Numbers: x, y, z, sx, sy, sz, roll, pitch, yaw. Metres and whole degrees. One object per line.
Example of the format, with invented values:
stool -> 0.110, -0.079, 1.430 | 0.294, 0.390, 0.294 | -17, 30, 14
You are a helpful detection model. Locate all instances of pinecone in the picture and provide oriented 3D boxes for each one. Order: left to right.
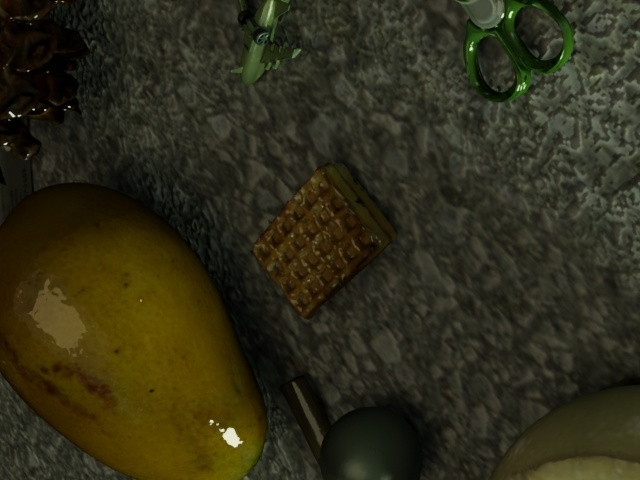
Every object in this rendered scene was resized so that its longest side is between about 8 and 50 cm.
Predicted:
pinecone -> -0.394, -0.195, 1.253 | 0.242, 0.298, 0.296 | -172, 67, -69

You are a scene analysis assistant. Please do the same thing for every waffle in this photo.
waffle -> 0.001, 0.000, 1.167 | 0.102, 0.042, 0.148 | 53, 133, 10

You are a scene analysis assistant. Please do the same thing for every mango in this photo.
mango -> -0.210, 0.113, 1.279 | 0.378, 0.221, 0.264 | 48, 130, 0

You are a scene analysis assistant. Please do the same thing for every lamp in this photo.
lamp -> 0.051, 0.217, 1.183 | 0.105, 0.105, 0.105 | 17, 120, 33

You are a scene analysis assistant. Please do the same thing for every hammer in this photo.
hammer -> 0.051, 0.313, 1.277 | 0.111, 0.043, 0.365 | -27, 89, 45

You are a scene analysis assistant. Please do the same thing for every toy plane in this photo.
toy plane -> -0.058, -0.193, 1.131 | 0.102, 0.040, 0.111 | 55, 134, 32

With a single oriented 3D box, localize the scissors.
scissors -> 0.123, -0.214, 0.978 | 0.101, 0.027, 0.204 | -36, 84, 42

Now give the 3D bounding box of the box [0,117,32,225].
box -> -0.457, -0.024, 1.524 | 0.214, 0.069, 0.353 | 21, 124, 31

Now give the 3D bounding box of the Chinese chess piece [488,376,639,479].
Chinese chess piece -> 0.291, 0.282, 0.990 | 0.338, 0.140, 0.338 | 18, 120, 34
